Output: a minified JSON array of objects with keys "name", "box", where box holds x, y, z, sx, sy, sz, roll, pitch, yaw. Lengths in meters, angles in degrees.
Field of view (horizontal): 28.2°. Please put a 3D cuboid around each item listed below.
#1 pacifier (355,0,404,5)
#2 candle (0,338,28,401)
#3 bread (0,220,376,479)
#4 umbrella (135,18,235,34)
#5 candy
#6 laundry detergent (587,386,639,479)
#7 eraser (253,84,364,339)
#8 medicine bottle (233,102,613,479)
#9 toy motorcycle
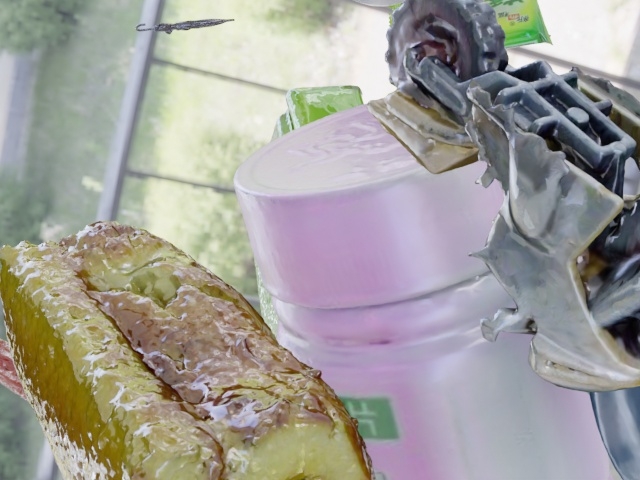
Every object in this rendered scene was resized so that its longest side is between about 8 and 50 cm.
[{"name":"pacifier","box":[0.075,-0.331,1.150,0.279,0.227,0.207,140,126,-75]},{"name":"candle","box":[-0.269,0.182,1.387,0.048,0.329,0.051,-55,-7,-34]},{"name":"bread","box":[-0.054,0.075,0.508,0.172,0.103,0.132,39,148,51]},{"name":"umbrella","box":[-0.164,-0.261,1.548,0.022,0.122,0.013,123,138,-67]},{"name":"candy","box":[0.164,-0.243,1.417,0.178,0.032,0.102,-8,58,12]},{"name":"laundry detergent","box":[0.209,0.073,0.646,0.290,0.094,0.143,-165,77,-77]},{"name":"eraser","box":[0.000,0.000,1.258,0.210,0.092,0.274,112,158,-45]},{"name":"medicine bottle","box":[0.078,0.077,0.890,0.212,0.212,0.325,22,132,59]},{"name":"toy motorcycle","box":[0.098,-0.017,0.598,0.229,0.094,0.130,46,139,29]}]
